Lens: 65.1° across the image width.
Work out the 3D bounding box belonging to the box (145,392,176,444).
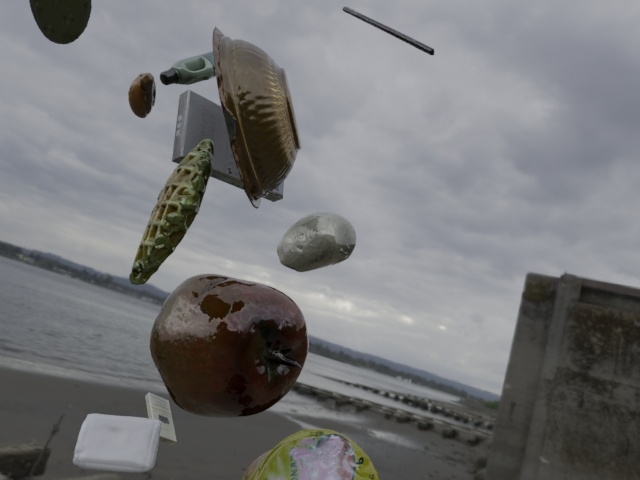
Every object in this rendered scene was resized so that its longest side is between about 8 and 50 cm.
[{"bbox_3d":[-0.515,0.573,1.617,0.090,0.024,0.167,45,7,-42],"label":"box"}]

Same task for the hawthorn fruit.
[{"bbox_3d":[-0.147,0.195,0.932,0.300,0.268,0.268,5,-17,31],"label":"hawthorn fruit"}]

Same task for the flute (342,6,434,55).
[{"bbox_3d":[0.125,-0.407,0.964,0.269,0.014,0.014,45,7,37],"label":"flute"}]

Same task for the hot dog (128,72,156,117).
[{"bbox_3d":[-0.455,-0.380,1.297,0.060,0.090,0.140,18,-47,-2],"label":"hot dog"}]

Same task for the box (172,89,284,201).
[{"bbox_3d":[-0.218,-0.230,1.273,0.047,0.180,0.325,-13,-22,39],"label":"box"}]

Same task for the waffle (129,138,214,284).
[{"bbox_3d":[-0.232,-0.048,0.789,0.054,0.208,0.214,27,-57,-26],"label":"waffle"}]

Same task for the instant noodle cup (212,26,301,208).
[{"bbox_3d":[-0.085,-0.191,0.765,0.090,0.274,0.274,-12,-15,1],"label":"instant noodle cup"}]

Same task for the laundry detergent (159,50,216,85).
[{"bbox_3d":[-0.349,-0.483,1.412,0.099,0.225,0.070,30,-45,30],"label":"laundry detergent"}]

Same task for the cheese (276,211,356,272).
[{"bbox_3d":[0.000,0.000,1.369,0.198,0.154,0.189,-21,-14,36],"label":"cheese"}]

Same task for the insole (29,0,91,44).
[{"bbox_3d":[-0.469,-0.497,0.919,0.109,0.007,0.322,4,-37,-32],"label":"insole"}]

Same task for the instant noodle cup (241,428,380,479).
[{"bbox_3d":[-0.050,0.623,1.187,0.325,0.326,0.254,21,-30,-16],"label":"instant noodle cup"}]

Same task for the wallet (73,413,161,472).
[{"bbox_3d":[-0.476,0.478,1.183,0.182,0.124,0.032,6,-30,-6],"label":"wallet"}]
